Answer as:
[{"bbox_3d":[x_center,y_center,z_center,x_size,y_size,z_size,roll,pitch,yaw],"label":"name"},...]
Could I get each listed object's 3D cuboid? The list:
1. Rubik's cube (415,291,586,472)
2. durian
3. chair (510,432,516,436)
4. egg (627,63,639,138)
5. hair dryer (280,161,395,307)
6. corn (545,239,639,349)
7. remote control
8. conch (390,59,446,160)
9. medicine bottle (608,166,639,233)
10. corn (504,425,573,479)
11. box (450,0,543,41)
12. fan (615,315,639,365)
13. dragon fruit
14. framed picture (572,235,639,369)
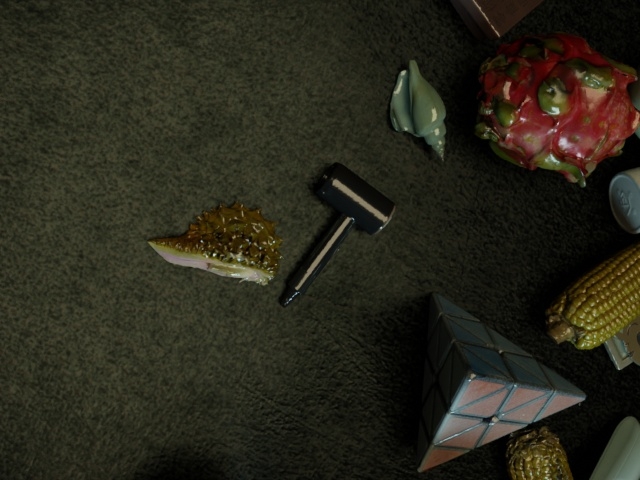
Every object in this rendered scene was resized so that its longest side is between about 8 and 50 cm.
[{"bbox_3d":[0.257,0.237,1.367,0.229,0.228,0.233,-41,113,-37],"label":"Rubik's cube"},{"bbox_3d":[-0.164,0.007,1.342,0.224,0.078,0.140,-1,94,-15],"label":"durian"},{"bbox_3d":[0.278,0.329,1.473,0.101,0.084,0.212,31,86,-10],"label":"chair"},{"bbox_3d":[0.629,-0.240,1.444,0.187,0.253,0.186,2,123,2],"label":"egg"},{"bbox_3d":[0.000,0.000,1.395,0.128,0.070,0.255,39,89,-13],"label":"hair dryer"},{"bbox_3d":[0.532,0.084,1.484,0.322,0.119,0.119,-36,101,-14],"label":"corn"},{"bbox_3d":[0.525,0.451,1.500,0.293,0.051,0.103,-44,116,-33],"label":"remote control"},{"bbox_3d":[0.172,-0.217,1.426,0.065,0.088,0.180,-26,94,-55],"label":"conch"},{"bbox_3d":[0.656,-0.094,1.510,0.237,0.139,0.139,-13,97,-11],"label":"medicine bottle"},{"bbox_3d":[0.417,0.483,1.506,0.115,0.115,0.317,-20,100,-12],"label":"corn"},{"bbox_3d":[0.304,-0.483,1.422,0.215,0.086,0.215,-41,102,-8],"label":"box"},{"bbox_3d":[0.651,0.201,1.575,0.152,0.008,0.226,-36,101,-10],"label":"fan"},{"bbox_3d":[0.401,-0.226,1.396,0.303,0.237,0.231,4,114,-25],"label":"dragon fruit"},{"bbox_3d":[0.630,0.089,1.575,0.281,0.019,0.209,-32,101,-10],"label":"framed picture"}]
